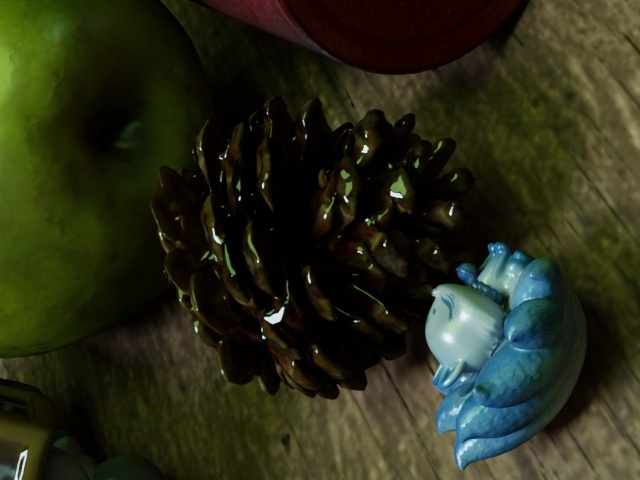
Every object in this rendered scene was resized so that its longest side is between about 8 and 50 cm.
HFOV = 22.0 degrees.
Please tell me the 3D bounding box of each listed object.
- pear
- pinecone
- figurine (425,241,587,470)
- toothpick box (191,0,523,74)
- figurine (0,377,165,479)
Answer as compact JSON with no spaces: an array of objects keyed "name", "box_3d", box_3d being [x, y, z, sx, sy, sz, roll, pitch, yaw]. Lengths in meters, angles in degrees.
[{"name":"pear","box_3d":[-0.199,-0.056,0.997,0.307,0.253,0.252,-1,72,44]},{"name":"pinecone","box_3d":[0.000,0.000,0.839,0.174,0.174,0.173,-23,57,39]},{"name":"figurine","box_3d":[0.081,0.057,0.776,0.114,0.079,0.114,-57,16,26]},{"name":"toothpick box","box_3d":[-0.040,-0.231,0.949,0.333,0.204,0.204,29,94,49]},{"name":"figurine","box_3d":[-0.215,0.155,0.909,0.186,0.261,0.382,-69,17,-1]}]
